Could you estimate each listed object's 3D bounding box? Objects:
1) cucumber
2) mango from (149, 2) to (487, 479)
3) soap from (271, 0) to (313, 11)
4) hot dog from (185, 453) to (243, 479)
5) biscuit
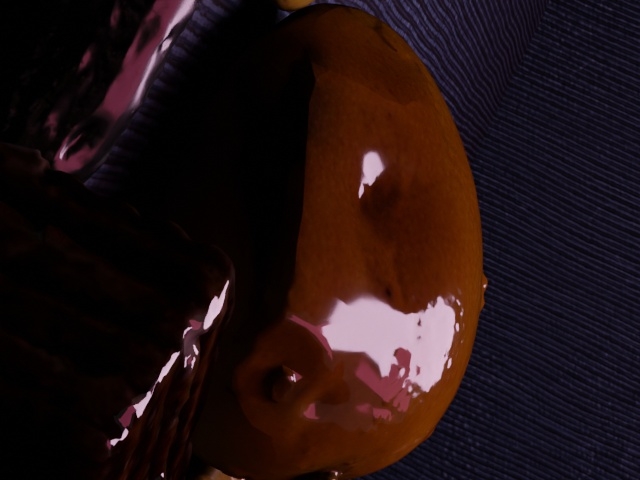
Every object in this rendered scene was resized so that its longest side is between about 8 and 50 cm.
[{"bbox_3d":[-0.048,-0.098,0.532,0.214,0.052,0.058,-61,-159,-7],"label":"cucumber"},{"bbox_3d":[0.000,0.000,0.834,0.136,0.166,0.236,-16,-125,38],"label":"mango"},{"bbox_3d":[0.000,-0.146,0.758,0.168,0.033,0.089,72,43,-80],"label":"soap"},{"bbox_3d":[-0.077,0.123,0.942,0.073,0.084,0.242,-65,172,15],"label":"hot dog"},{"bbox_3d":[-0.116,0.123,0.565,0.073,0.107,0.388,-57,170,-41],"label":"biscuit"}]
